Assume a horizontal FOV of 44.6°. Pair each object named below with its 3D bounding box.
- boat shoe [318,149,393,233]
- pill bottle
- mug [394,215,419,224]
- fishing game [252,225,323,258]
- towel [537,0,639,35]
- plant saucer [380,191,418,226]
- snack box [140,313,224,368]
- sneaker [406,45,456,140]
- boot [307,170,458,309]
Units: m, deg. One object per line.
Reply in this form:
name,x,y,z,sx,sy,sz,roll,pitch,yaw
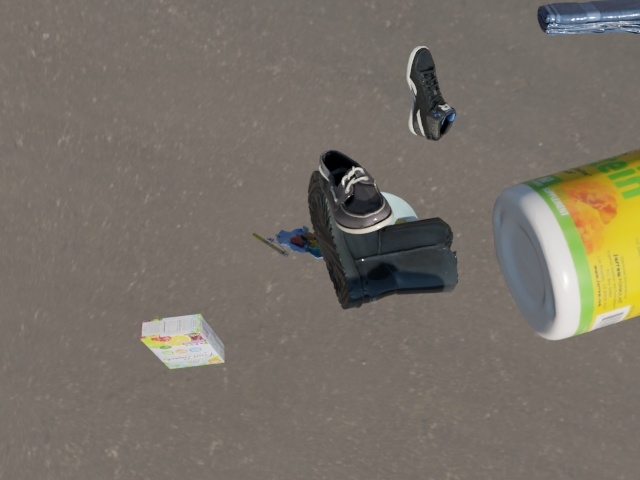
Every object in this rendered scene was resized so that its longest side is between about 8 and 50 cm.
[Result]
boat shoe,0.039,-0.071,1.075,0.075,0.206,0.064,-24,117,-5
pill bottle,0.287,-0.013,0.670,0.246,0.136,0.136,-16,86,-5
mug,0.157,-0.009,1.433,0.078,0.062,0.064,-18,103,-50
fishing game,0.000,0.000,1.601,0.264,0.189,0.041,3,107,-30
towel,0.321,-0.263,0.922,0.120,0.067,0.029,-2,122,7
plant saucer,0.134,-0.023,1.831,0.195,0.037,0.194,0,63,0
snack box,-0.225,0.169,1.295,0.100,0.141,0.037,-6,61,7
sneaker,0.267,-0.339,1.818,0.079,0.121,0.216,-22,122,-28
boot,0.104,-0.013,1.286,0.207,0.094,0.246,-10,69,-21
